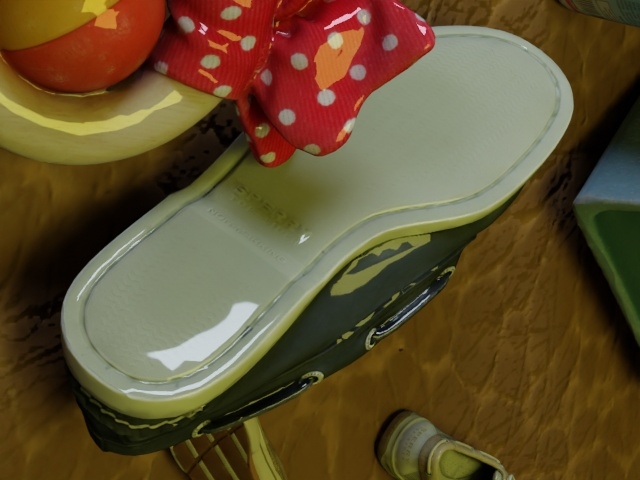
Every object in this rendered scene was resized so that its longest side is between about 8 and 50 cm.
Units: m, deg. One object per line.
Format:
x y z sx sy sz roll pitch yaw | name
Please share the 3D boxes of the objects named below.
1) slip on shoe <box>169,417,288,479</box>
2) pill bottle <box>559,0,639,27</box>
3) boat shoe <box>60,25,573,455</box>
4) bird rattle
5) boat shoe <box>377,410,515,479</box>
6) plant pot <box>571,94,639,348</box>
-0.047 0.118 0.882 0.041 0.051 0.135 -78 148 -54 | slip on shoe
0.220 -0.164 0.938 0.087 0.160 0.087 -20 120 -38 | pill bottle
0.003 0.003 0.835 0.340 0.127 0.113 -42 161 -34 | boat shoe
-0.083 -0.121 0.712 0.207 0.143 0.253 -31 133 -7 | bird rattle
0.094 0.159 1.030 0.056 0.048 0.153 -56 136 -12 | boat shoe
0.358 -0.037 1.080 0.252 0.247 0.247 -62 139 -29 | plant pot
